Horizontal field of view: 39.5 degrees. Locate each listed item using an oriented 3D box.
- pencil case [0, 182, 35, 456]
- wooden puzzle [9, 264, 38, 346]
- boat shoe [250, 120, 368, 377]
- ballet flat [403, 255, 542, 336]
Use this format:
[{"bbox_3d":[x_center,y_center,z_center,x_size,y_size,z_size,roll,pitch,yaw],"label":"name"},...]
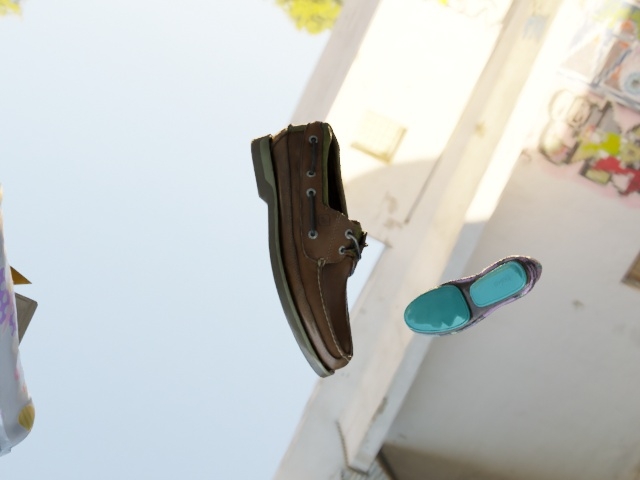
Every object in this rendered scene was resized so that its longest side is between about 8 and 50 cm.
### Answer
[{"bbox_3d":[-0.324,0.068,0.795,0.124,0.273,0.113,23,-145,30],"label":"pencil case"},{"bbox_3d":[-0.362,0.084,0.997,0.078,0.116,0.014,32,163,-14],"label":"wooden puzzle"},{"bbox_3d":[0.000,0.000,1.037,0.111,0.104,0.307,38,-144,-71],"label":"boat shoe"},{"bbox_3d":[0.225,0.083,1.283,0.079,0.221,0.077,2,-116,-52],"label":"ballet flat"}]
